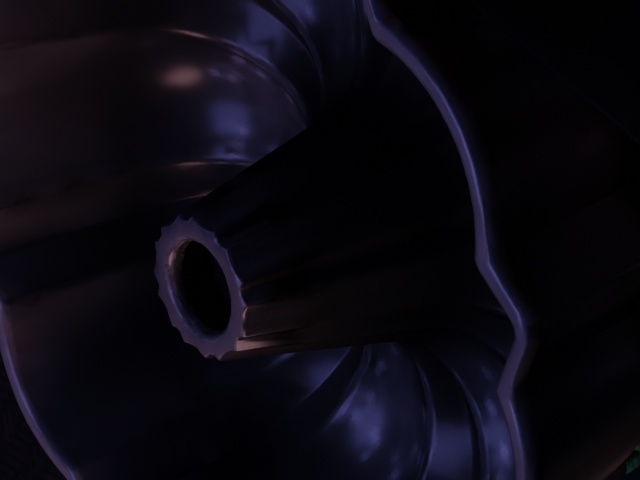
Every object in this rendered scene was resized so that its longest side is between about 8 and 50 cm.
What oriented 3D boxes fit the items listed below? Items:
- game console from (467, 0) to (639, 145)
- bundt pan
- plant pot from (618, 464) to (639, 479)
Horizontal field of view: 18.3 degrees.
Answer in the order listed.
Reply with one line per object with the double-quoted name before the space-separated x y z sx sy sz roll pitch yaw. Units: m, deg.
"game console" 0.106 -0.178 0.459 0.342 0.060 0.386 41 146 0
"bundt pan" 0.000 0.000 0.748 0.331 0.124 0.331 26 126 42
"plant pot" 0.132 0.191 0.496 0.341 0.334 0.341 27 127 43
